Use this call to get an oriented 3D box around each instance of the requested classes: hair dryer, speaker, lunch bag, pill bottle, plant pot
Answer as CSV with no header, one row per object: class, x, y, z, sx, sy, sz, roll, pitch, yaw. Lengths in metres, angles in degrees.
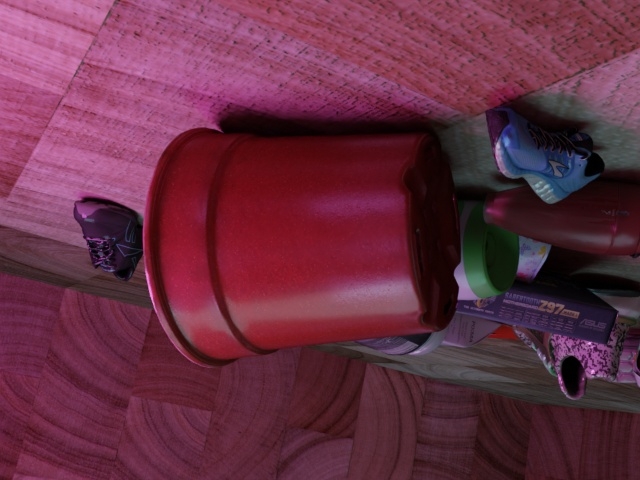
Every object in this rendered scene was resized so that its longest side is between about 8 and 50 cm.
hair dryer,0.324,-0.005,0.848,0.293,0.080,0.223,14,167,-11
speaker,0.103,0.011,0.985,0.296,0.131,0.131,0,162,38
lunch bag,0.270,0.012,1.015,0.071,0.053,0.083,12,141,-1
pill bottle,0.117,0.120,1.347,0.162,0.162,0.278,1,164,36
plant pot,0.000,0.000,0.795,0.265,0.273,0.272,-4,161,24

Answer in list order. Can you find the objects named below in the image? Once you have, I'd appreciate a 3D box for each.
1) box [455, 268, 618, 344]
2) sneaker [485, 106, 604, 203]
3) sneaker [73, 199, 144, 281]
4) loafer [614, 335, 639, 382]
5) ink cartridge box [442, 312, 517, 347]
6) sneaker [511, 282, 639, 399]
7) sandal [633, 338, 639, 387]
box,0.290,0.076,1.101,0.232,0.059,0.183,12,-167,-7
sneaker,0.209,-0.089,0.684,0.073,0.063,0.162,-23,152,36
sneaker,-0.388,0.002,1.391,0.101,0.106,0.267,10,165,10
loafer,0.723,0.237,1.495,0.319,0.112,0.111,2,-161,31
ink cartridge box,0.276,0.228,1.802,0.384,0.091,0.308,21,163,-32
sneaker,0.430,0.190,1.329,0.158,0.182,0.410,10,167,2
sandal,0.630,0.235,1.381,0.101,0.076,0.265,4,139,28
